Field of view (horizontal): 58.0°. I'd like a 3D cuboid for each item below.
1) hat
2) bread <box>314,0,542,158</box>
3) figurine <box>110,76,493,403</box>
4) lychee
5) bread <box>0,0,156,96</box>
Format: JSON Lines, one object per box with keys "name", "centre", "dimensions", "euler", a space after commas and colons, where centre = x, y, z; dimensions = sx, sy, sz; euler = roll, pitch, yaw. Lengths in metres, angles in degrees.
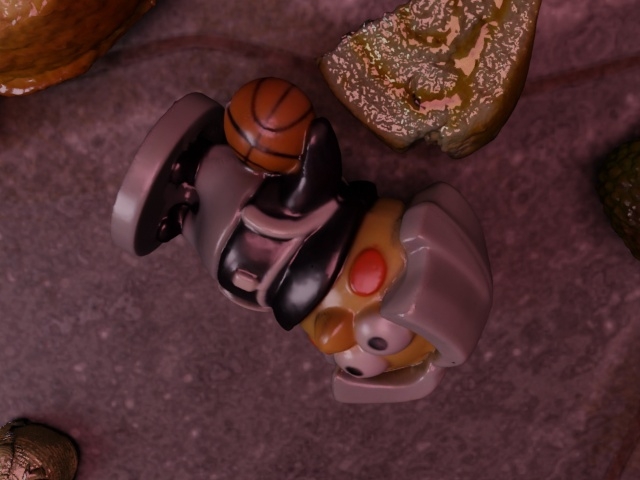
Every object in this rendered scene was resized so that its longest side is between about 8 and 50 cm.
{"name": "hat", "centre": [-0.256, 0.201, 0.492], "dimensions": [0.077, 0.059, 0.076], "euler": [17, 100, 3]}
{"name": "bread", "centre": [0.088, -0.112, 0.370], "dimensions": [0.156, 0.103, 0.110], "euler": [-28, 97, 16]}
{"name": "figurine", "centre": [0.000, 0.000, 0.379], "dimensions": [0.236, 0.133, 0.176], "euler": [30, 138, 0]}
{"name": "lychee", "centre": [0.259, -0.021, 0.381], "dimensions": [0.146, 0.114, 0.114], "euler": [25, 105, 11]}
{"name": "bread", "centre": [-0.154, -0.210, 0.338], "dimensions": [0.133, 0.129, 0.261], "euler": [9, 108, 1]}
